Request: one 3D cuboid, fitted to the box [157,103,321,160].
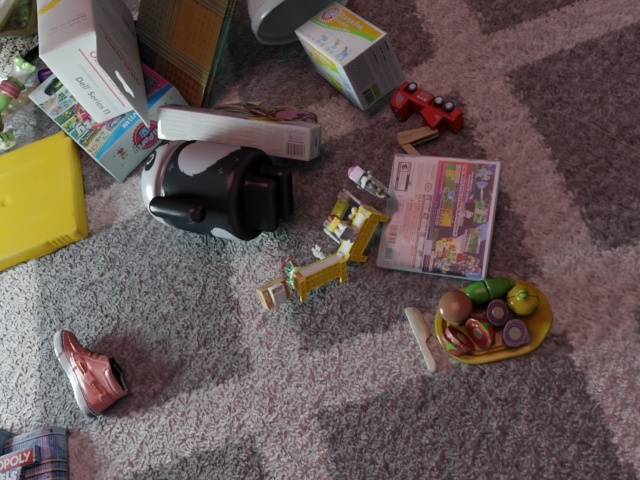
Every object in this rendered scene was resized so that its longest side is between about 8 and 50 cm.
[{"bbox_3d":[-0.157,-0.209,1.226,0.324,0.063,0.067,10,110,18],"label":"box"}]

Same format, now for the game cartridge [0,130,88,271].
[{"bbox_3d":[-0.662,-0.070,1.380,0.324,0.052,0.285,-20,60,4],"label":"game cartridge"}]

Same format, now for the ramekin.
[{"bbox_3d":[-0.057,-0.493,1.277,0.207,0.207,0.109,-26,84,4],"label":"ramekin"}]

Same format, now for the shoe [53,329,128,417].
[{"bbox_3d":[-0.406,0.220,1.142,0.081,0.063,0.178,-33,64,-2],"label":"shoe"}]

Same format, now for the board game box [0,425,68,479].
[{"bbox_3d":[-0.533,0.392,1.093,0.194,0.060,0.194,-21,60,7],"label":"board game box"}]

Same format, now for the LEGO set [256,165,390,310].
[{"bbox_3d":[0.000,0.000,1.093,0.287,0.132,0.107,-48,49,2],"label":"LEGO set"}]

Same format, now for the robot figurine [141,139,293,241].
[{"bbox_3d":[-0.189,-0.095,1.163,0.278,0.209,0.173,11,81,22],"label":"robot figurine"}]

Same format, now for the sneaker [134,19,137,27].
[{"bbox_3d":[-0.378,-0.460,1.470,0.170,0.071,0.068,27,75,27],"label":"sneaker"}]

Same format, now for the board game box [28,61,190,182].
[{"bbox_3d":[-0.459,-0.299,1.401,0.303,0.097,0.224,38,80,28],"label":"board game box"}]

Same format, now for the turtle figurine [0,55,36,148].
[{"bbox_3d":[-0.731,-0.286,1.352,0.198,0.275,0.266,23,88,19],"label":"turtle figurine"}]

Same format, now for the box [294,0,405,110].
[{"bbox_3d":[0.054,-0.359,1.233,0.103,0.114,0.203,-37,45,-2],"label":"box"}]

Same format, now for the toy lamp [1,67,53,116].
[{"bbox_3d":[-0.701,-0.328,1.506,0.275,0.080,0.080,-28,59,6],"label":"toy lamp"}]

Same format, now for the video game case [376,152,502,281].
[{"bbox_3d":[0.198,-0.042,1.073,0.183,0.023,0.201,7,82,21],"label":"video game case"}]

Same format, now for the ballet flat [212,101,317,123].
[{"bbox_3d":[-0.108,-0.243,1.280,0.221,0.077,0.079,12,50,18],"label":"ballet flat"}]

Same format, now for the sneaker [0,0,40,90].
[{"bbox_3d":[-0.712,-0.526,1.603,0.182,0.158,0.410,28,70,-5],"label":"sneaker"}]

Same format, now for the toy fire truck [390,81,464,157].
[{"bbox_3d":[0.188,-0.200,1.171,0.192,0.047,0.135,37,81,30],"label":"toy fire truck"}]

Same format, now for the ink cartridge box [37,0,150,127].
[{"bbox_3d":[-0.450,-0.384,1.265,0.119,0.207,0.353,-21,58,5],"label":"ink cartridge box"}]

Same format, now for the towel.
[{"bbox_3d":[-0.276,-0.491,1.325,0.271,0.370,0.040,41,36,25],"label":"towel"}]

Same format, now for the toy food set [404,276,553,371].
[{"bbox_3d":[0.242,0.117,0.978,0.218,0.071,0.128,-17,60,9],"label":"toy food set"}]
